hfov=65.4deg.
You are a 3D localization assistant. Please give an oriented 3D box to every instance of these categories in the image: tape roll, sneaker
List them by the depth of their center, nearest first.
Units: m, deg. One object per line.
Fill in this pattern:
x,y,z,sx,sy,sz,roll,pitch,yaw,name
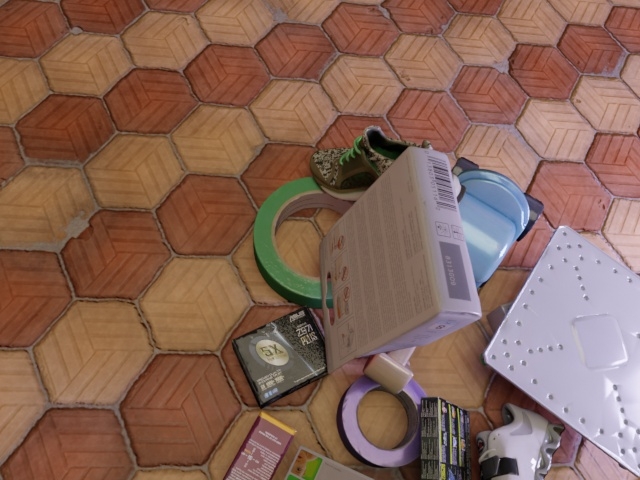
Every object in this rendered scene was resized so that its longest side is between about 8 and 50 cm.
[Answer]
0.361,0.463,0.990,0.146,0.122,0.330,28,42,22,sneaker
0.131,0.369,1.034,0.189,0.080,0.188,3,65,-7,tape roll
0.119,-0.183,1.087,0.411,0.182,0.158,20,56,43,sneaker
0.000,0.000,1.194,0.322,0.077,0.321,3,65,-6,tape roll

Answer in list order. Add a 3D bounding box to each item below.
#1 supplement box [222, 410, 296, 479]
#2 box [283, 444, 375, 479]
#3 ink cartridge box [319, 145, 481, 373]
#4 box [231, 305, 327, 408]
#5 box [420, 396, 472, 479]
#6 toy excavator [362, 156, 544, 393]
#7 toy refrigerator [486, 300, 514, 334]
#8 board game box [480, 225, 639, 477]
-0.128,0.436,0.955,0.081,0.104,0.188,27,64,7,supplement box
0.037,0.525,0.855,0.262,0.126,0.231,7,56,40,box
0.118,0.060,0.938,0.091,0.385,0.307,9,59,-23,ink cartridge box
-0.078,0.248,1.065,0.180,0.077,0.147,-22,69,-16,box
0.248,0.418,0.977,0.045,0.184,0.190,-13,59,33,box
0.263,0.061,1.062,0.222,0.432,0.445,34,24,9,toy excavator
0.544,0.175,1.170,0.270,0.094,0.102,-13,67,-13,toy refrigerator
0.592,0.222,1.080,0.390,0.050,0.390,37,70,5,board game box
